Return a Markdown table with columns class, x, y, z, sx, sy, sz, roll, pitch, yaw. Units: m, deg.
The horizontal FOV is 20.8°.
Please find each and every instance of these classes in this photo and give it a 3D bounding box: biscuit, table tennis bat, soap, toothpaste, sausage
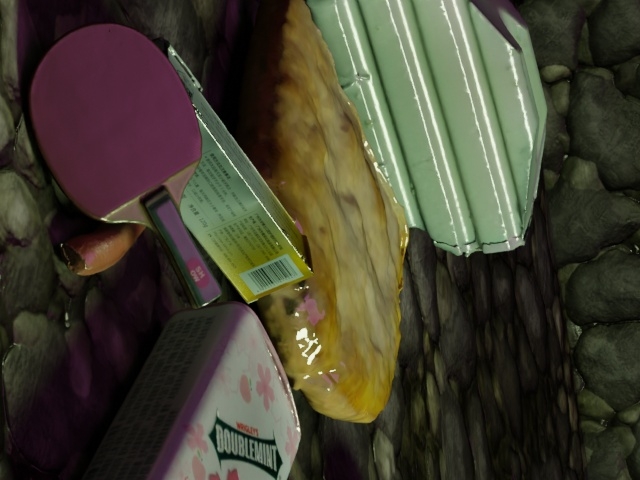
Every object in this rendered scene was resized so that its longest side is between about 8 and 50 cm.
| class | x | y | z | sx | sy | sz | roll | pitch | yaw |
| --- | --- | --- | --- | --- | --- | --- | --- | --- | --- |
| biscuit | -0.001 | 0.000 | 2.048 | 0.429 | 0.104 | 0.446 | 62 | 24 | -44 |
| table tennis bat | -0.161 | -0.063 | 1.550 | 0.154 | 0.021 | 0.274 | -34 | 106 | -27 |
| soap | 0.167 | -0.196 | 2.379 | 0.156 | 0.261 | 0.446 | -75 | 150 | -56 |
| toothpaste | -0.111 | -0.061 | 1.701 | 0.313 | 0.089 | 0.071 | 54 | 19 | -43 |
| sausage | -0.189 | -0.011 | 1.588 | 0.177 | 0.040 | 0.047 | -56 | 141 | -61 |

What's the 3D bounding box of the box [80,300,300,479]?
| class | x | y | z | sx | sy | sz | roll | pitch | yaw |
| --- | --- | --- | --- | --- | --- | --- | --- | --- | --- |
| box | -0.121 | 0.228 | 1.573 | 0.370 | 0.112 | 0.190 | -70 | 143 | -58 |
